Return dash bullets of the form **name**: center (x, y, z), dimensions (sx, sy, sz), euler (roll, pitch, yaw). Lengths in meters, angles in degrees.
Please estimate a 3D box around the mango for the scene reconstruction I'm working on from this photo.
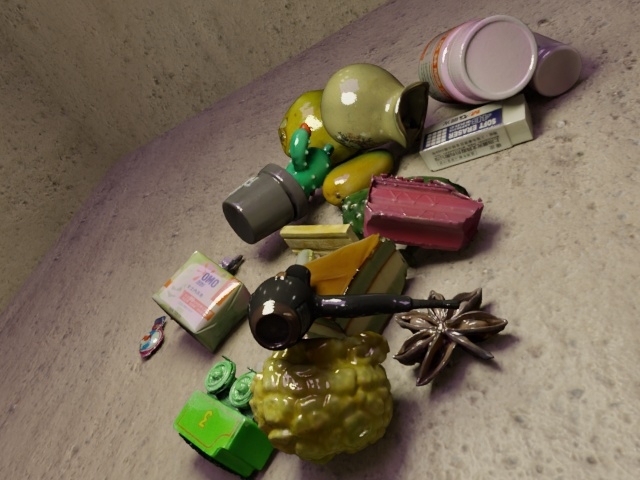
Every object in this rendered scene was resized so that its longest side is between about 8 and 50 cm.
- **mango**: center (0.118, -0.186, 1.461), dimensions (0.251, 0.114, 0.156), euler (-28, 10, -15)

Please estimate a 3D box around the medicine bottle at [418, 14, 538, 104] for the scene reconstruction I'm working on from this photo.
- **medicine bottle**: center (0.414, -0.480, 1.365), dimensions (0.219, 0.219, 0.388), euler (-33, 16, 7)

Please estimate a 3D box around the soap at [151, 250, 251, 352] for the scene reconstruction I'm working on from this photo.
- **soap**: center (-0.309, 0.160, 1.340), dimensions (0.199, 0.138, 0.182), euler (30, 67, 29)

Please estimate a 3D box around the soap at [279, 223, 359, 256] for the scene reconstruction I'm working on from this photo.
- **soap**: center (0.000, 0.001, 1.343), dimensions (0.252, 0.092, 0.037), euler (-1, 44, 44)

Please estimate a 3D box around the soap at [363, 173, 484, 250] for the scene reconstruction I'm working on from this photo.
- **soap**: center (0.223, -0.061, 1.093), dimensions (0.249, 0.099, 0.162), euler (8, 36, 11)

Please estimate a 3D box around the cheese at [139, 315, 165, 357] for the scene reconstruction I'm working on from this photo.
- **cheese**: center (-0.503, 0.289, 1.509), dimensions (0.095, 0.038, 0.145), euler (-22, 35, 23)

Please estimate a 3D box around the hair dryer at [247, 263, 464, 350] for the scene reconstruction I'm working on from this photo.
- **hair dryer**: center (0.061, 0.104, 0.867), dimensions (0.359, 0.120, 0.304), euler (-1, 9, 8)

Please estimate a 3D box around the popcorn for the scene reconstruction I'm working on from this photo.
- **popcorn**: center (0.012, 0.257, 0.872), dimensions (0.237, 0.206, 0.251), euler (23, 71, 40)

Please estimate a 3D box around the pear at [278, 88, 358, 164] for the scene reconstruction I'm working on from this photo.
- **pear**: center (0.016, -0.377, 1.683), dimensions (0.321, 0.269, 0.269), euler (-26, 28, -18)

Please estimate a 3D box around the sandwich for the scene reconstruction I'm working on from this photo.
- **sandwich**: center (0.048, 0.105, 1.096), dimensions (0.198, 0.155, 0.227), euler (5, 50, 47)

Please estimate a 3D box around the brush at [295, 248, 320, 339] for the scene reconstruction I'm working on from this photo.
- **brush**: center (-0.048, 0.131, 1.249), dimensions (0.072, 0.067, 0.313), euler (-21, 37, 22)

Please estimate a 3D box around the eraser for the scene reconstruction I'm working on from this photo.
- **eraser**: center (0.408, -0.284, 1.326), dimensions (0.279, 0.081, 0.124), euler (-15, 38, 31)

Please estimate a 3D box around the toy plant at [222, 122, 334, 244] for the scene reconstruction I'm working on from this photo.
- **toy plant**: center (-0.093, -0.166, 1.470), dimensions (0.400, 0.280, 0.185), euler (-39, 37, -26)

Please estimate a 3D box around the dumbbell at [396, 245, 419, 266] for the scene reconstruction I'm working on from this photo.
- **dumbbell**: center (0.222, 0.005, 1.157), dimensions (0.118, 0.052, 0.046), euler (-51, -7, -21)

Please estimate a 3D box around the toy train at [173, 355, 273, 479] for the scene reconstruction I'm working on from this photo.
- **toy train**: center (-0.177, 0.357, 1.018), dimensions (0.243, 0.132, 0.188), euler (2, 53, 49)

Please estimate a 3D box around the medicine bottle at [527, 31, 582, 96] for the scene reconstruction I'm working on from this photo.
- **medicine bottle**: center (0.591, -0.494, 1.375), dimensions (0.133, 0.133, 0.250), euler (-30, 33, 11)

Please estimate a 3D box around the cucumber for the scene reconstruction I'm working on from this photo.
- **cucumber**: center (0.198, -0.085, 1.258), dimensions (0.325, 0.105, 0.145), euler (-9, 40, 34)

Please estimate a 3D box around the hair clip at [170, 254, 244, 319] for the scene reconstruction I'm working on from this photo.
- **hair clip**: center (-0.335, 0.136, 1.512), dimensions (0.292, 0.084, 0.106), euler (-50, 10, -27)

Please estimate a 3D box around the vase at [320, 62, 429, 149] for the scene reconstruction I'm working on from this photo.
- **vase**: center (0.187, -0.360, 1.445), dimensions (0.302, 0.329, 0.241), euler (20, 91, 34)

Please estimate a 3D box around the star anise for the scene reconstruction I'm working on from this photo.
- **star anise**: center (0.228, 0.163, 0.924), dimensions (0.212, 0.073, 0.197), euler (-26, 36, 12)
